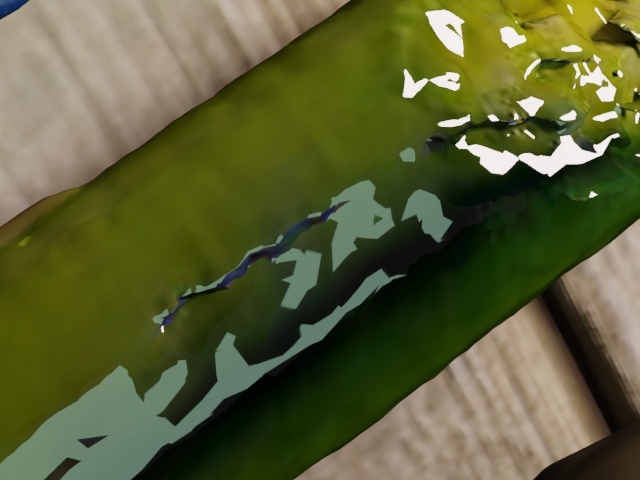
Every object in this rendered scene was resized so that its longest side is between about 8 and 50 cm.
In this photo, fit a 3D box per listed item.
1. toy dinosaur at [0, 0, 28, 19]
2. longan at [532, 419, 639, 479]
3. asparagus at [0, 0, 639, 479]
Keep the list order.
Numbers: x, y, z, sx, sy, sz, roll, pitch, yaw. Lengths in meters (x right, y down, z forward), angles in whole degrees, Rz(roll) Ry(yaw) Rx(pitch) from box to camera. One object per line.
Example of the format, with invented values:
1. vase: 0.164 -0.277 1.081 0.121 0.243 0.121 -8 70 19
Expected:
1. toy dinosaur: -0.196 -0.021 0.446 0.188 0.075 0.248 31 88 -37
2. longan: 0.201 0.242 0.579 0.404 0.404 0.436 -35 97 -10
3. asparagus: 0.000 0.000 0.537 0.382 0.108 0.128 -35 122 -13
